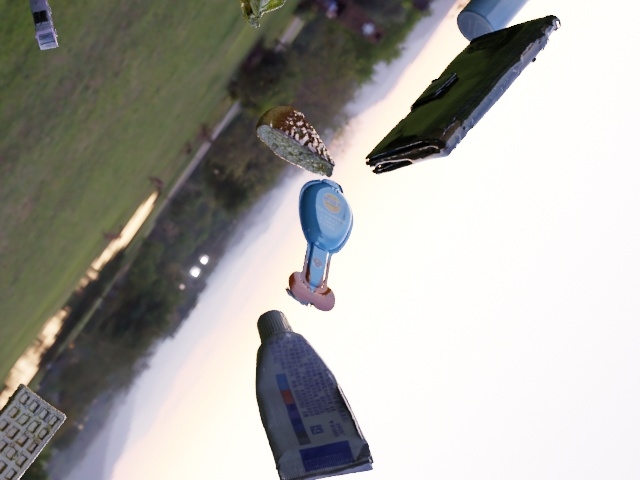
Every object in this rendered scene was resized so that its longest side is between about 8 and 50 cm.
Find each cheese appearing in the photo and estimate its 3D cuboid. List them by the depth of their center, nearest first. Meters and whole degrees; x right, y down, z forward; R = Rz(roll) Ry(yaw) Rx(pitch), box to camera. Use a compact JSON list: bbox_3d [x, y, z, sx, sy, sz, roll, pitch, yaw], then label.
[{"bbox_3d":[0.000,0.000,1.522,0.037,0.106,0.256,-38,-150,44],"label":"cheese"}]

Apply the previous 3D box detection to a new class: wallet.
[{"bbox_3d":[0.202,-0.212,1.415,0.169,0.044,0.317,-7,-145,53],"label":"wallet"}]

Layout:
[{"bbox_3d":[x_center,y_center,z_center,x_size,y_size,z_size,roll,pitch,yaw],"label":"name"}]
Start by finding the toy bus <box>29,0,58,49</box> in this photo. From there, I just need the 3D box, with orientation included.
[{"bbox_3d":[-0.512,-0.413,1.831,0.037,0.130,0.052,-14,151,-10],"label":"toy bus"}]

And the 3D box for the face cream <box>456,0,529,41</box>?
[{"bbox_3d":[0.323,-0.427,1.656,0.250,0.077,0.077,-49,-179,-22],"label":"face cream"}]

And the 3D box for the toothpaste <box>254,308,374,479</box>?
[{"bbox_3d":[-0.026,0.184,1.216,0.099,0.068,0.282,-32,-141,6],"label":"toothpaste"}]

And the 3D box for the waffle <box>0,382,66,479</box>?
[{"bbox_3d":[-0.454,0.292,1.487,0.135,0.092,0.021,-52,-161,-16],"label":"waffle"}]

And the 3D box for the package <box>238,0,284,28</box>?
[{"bbox_3d":[-0.138,-0.549,1.974,0.168,0.226,0.090,-40,-162,-28],"label":"package"}]

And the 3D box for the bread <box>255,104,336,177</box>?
[{"bbox_3d":[-0.056,-0.163,1.581,0.054,0.154,0.136,-49,148,21],"label":"bread"}]
